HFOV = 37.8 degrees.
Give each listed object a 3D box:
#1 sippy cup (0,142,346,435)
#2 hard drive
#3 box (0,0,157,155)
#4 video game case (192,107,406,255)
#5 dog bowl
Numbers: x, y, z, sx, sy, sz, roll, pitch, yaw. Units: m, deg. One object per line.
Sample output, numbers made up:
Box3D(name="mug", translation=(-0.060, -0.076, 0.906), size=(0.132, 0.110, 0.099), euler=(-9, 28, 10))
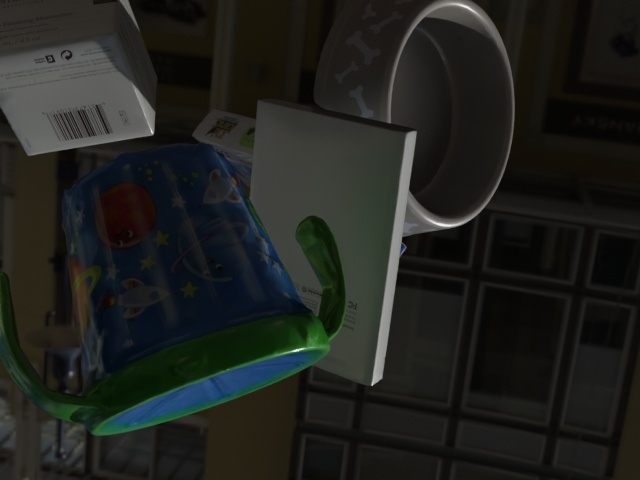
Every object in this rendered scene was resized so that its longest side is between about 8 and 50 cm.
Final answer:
Box3D(name="sippy cup", translation=(-0.134, 0.039, 0.878), size=(0.240, 0.224, 0.305), euler=(-25, 166, 20))
Box3D(name="hard drive", translation=(0.000, 0.000, 1.122), size=(0.203, 0.308, 0.040), euler=(17, -160, 29))
Box3D(name="box", translation=(-0.322, -0.223, 1.211), size=(0.180, 0.182, 0.119), euler=(-9, -129, 3))
Box3D(name="video game case", translation=(-0.035, -0.073, 1.366), size=(0.269, 0.061, 0.244), euler=(44, 170, -32))
Box3D(name="dog bowl", translation=(0.141, -0.172, 1.254), size=(0.102, 0.349, 0.348), euler=(6, -169, 41))
